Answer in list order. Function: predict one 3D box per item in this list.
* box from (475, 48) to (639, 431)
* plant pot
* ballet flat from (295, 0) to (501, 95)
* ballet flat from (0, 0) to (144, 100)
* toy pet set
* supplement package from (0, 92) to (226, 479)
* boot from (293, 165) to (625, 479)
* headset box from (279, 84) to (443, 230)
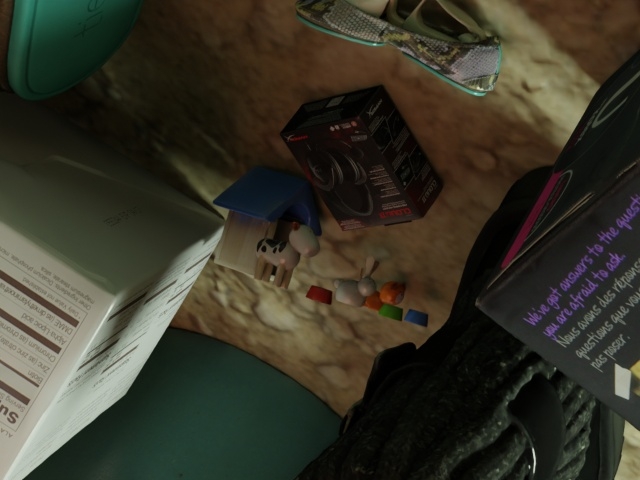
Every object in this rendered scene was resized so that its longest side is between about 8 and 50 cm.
[{"bbox_3d":[0.235,0.027,0.684,0.270,0.165,0.143,38,143,-4],"label":"box"},{"bbox_3d":[-0.121,0.249,1.137,0.293,0.235,0.293,21,141,18],"label":"plant pot"},{"bbox_3d":[0.043,-0.113,0.790,0.114,0.041,0.041,25,142,13],"label":"ballet flat"},{"bbox_3d":[-0.118,-0.246,0.682,0.182,0.164,0.483,51,145,7],"label":"ballet flat"},{"bbox_3d":[0.000,0.000,0.923,0.114,0.065,0.122,18,-179,34],"label":"toy pet set"},{"bbox_3d":[-0.200,0.012,0.893,0.204,0.262,0.145,33,102,3],"label":"supplement package"},{"bbox_3d":[0.075,0.149,0.858,0.131,0.260,0.348,20,140,19],"label":"boot"},{"bbox_3d":[0.026,-0.043,0.877,0.062,0.032,0.083,-8,124,42],"label":"headset box"}]
